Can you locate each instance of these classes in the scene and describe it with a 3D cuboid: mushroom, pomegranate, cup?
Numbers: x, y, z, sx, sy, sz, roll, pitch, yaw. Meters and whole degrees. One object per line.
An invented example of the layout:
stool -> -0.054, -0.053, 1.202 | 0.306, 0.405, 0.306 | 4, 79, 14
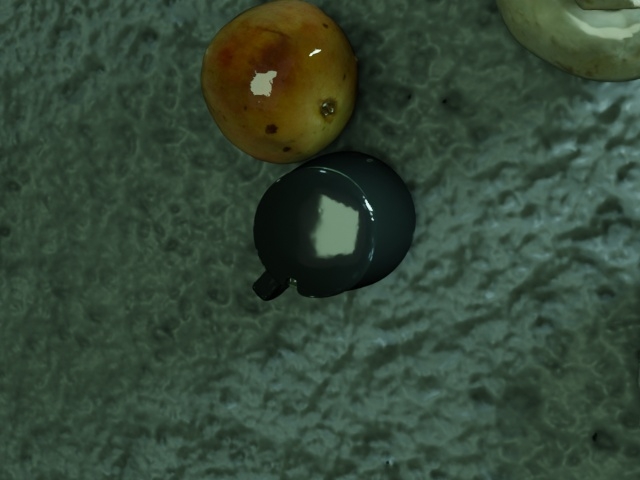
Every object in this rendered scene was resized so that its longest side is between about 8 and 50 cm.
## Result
mushroom -> 0.292, -0.303, 0.821 | 0.298, 0.290, 0.297 | 3, 99, 19
pomegranate -> -0.046, -0.187, 1.021 | 0.191, 0.191, 0.191 | 3, 98, 20
cup -> 0.000, 0.000, 1.029 | 0.169, 0.176, 0.223 | 47, 108, 5

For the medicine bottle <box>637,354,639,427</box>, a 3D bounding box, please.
medicine bottle -> 0.400, 0.120, 0.938 | 0.103, 0.103, 0.186 | 5, 98, 19
